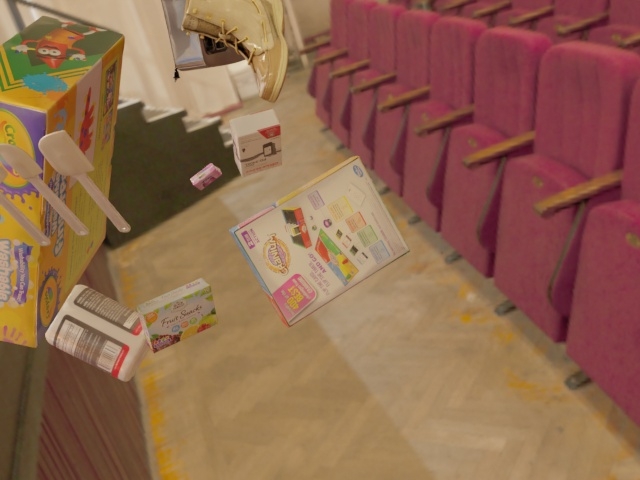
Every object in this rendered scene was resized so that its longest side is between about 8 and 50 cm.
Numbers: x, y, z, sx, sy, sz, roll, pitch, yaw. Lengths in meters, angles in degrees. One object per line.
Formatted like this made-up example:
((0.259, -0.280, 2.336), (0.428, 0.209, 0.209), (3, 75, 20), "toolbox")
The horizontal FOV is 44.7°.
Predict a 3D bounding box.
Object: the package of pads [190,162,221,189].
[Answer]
((-0.332, -0.186, 2.265), (0.083, 0.050, 0.032), (-37, 66, 8), "package of pads")

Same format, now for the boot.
((-0.170, -0.393, 1.522), (0.203, 0.262, 0.095), (8, -29, -23), "boot")

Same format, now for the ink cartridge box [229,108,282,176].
((-0.152, -0.233, 1.871), (0.109, 0.150, 0.063), (-18, 58, -12), "ink cartridge box")

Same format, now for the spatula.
((-0.360, -0.062, 1.022), (0.168, 0.242, 0.019), (-11, 61, 5), "spatula")

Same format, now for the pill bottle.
((-0.606, 0.225, 2.050), (0.319, 0.176, 0.176), (28, 31, -1), "pill bottle")

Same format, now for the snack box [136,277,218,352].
((-0.275, 0.144, 1.511), (0.141, 0.100, 0.037), (-25, 37, -25), "snack box")

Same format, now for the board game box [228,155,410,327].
((0.000, 0.000, 1.672), (0.317, 0.242, 0.064), (-31, 11, -11), "board game box")

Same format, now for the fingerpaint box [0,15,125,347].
((-0.487, -0.110, 1.341), (0.163, 0.444, 0.371), (14, 32, -3), "fingerpaint box")

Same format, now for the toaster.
((-0.242, -0.453, 1.691), (0.110, 0.185, 0.168), (7, 23, 42), "toaster")
